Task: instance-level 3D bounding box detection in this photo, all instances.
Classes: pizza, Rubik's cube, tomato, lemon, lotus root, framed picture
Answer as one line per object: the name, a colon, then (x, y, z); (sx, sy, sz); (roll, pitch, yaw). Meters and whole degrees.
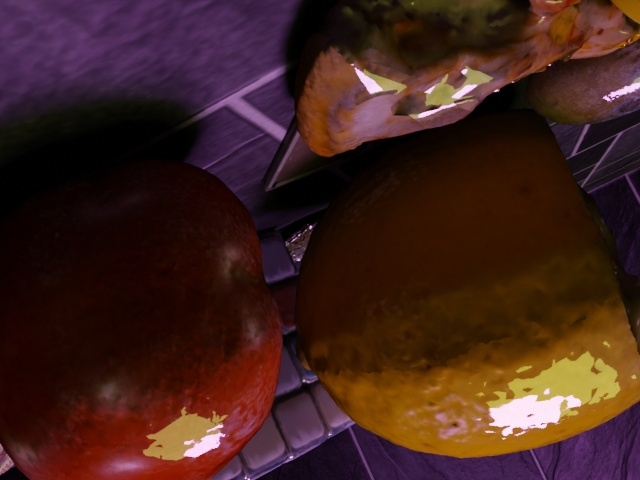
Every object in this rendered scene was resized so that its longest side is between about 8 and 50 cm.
pizza: (0.117, -0.127, 0.520); (0.297, 0.071, 0.189); (-22, 171, -19)
Rubik's cube: (-0.152, 0.168, 0.932); (0.259, 0.253, 0.256); (-18, 169, -42)
tomato: (-0.132, 0.064, 0.517); (0.189, 0.232, 0.232); (-3, 162, -25)
lemon: (0.135, 0.056, 0.807); (0.364, 0.364, 0.364); (-24, 171, -4)
lotus root: (0.256, -0.159, 0.629); (0.192, 0.088, 0.113); (-25, -163, 38)
framed picture: (0.012, -0.087, 0.671); (0.109, 0.011, 0.149); (-21, 171, -20)

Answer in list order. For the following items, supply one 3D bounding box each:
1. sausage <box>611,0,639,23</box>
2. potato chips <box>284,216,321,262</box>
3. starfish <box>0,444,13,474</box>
sausage: (0.205, -0.180, 0.282); (0.123, 0.123, 0.347); (-22, 171, -16)
potato chips: (0.002, 0.004, 1.067); (0.202, 0.029, 0.220); (-43, 163, 35)
starfish: (-0.423, 0.309, 1.210); (0.398, 0.132, 0.383); (-13, 129, -38)
